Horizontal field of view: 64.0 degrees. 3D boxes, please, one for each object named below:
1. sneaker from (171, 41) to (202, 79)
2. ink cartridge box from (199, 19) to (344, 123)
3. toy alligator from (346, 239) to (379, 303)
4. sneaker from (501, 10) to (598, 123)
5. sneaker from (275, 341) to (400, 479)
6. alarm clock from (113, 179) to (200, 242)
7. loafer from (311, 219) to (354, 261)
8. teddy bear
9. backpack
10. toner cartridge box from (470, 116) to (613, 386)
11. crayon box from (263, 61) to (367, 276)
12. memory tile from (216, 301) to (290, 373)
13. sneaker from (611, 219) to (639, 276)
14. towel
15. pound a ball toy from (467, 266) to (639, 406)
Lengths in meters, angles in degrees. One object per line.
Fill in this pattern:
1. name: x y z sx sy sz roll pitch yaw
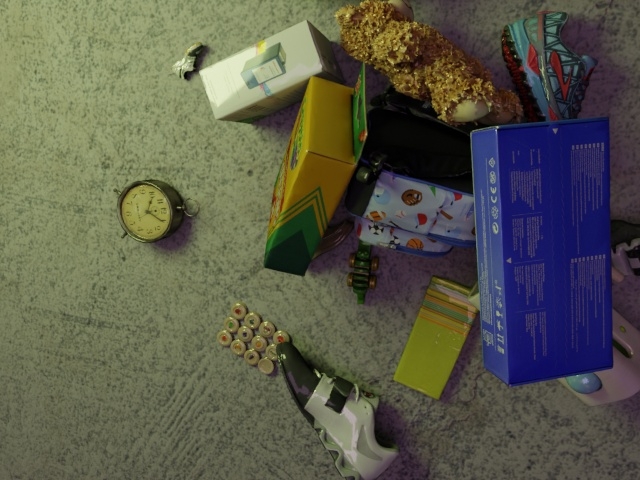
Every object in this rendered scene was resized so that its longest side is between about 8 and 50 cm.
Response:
1. sneaker: -0.256 -0.356 1.018 0.083 0.032 0.037 -39 103 23
2. ink cartridge box: -0.081 -0.291 0.917 0.212 0.154 0.093 -17 94 18
3. toy alligator: 0.083 0.038 0.992 0.056 0.051 0.190 8 102 12
4. sneaker: 0.394 -0.248 0.832 0.125 0.104 0.262 -21 95 15
5. sneaker: 0.037 0.325 1.039 0.146 0.122 0.331 -34 90 0
6. alarm clock: -0.338 -0.064 1.074 0.192 0.064 0.129 -2 100 17
7. loafer: 0.000 0.000 1.004 0.148 0.056 0.050 -35 97 18
8. teddy bear: 0.171 -0.284 0.799 0.338 0.245 0.113 59 135 43
9. backpack: 0.183 -0.094 0.841 0.263 0.277 0.213 12 133 5
10. toner cartridge box: 0.308 0.014 0.712 0.165 0.075 0.348 -6 98 -11
11. crayon box: -0.014 -0.118 0.840 0.081 0.202 0.319 14 135 -12
12. memory tile: -0.146 0.212 1.105 0.148 0.012 0.113 32 107 6
13. sneaker: 0.475 0.017 0.878 0.234 0.106 0.078 -12 120 40
14. towel: 0.228 0.191 1.004 0.102 0.021 0.237 22 106 15
15. pound a ball toy: 0.391 0.115 0.836 0.319 0.136 0.208 42 146 3
